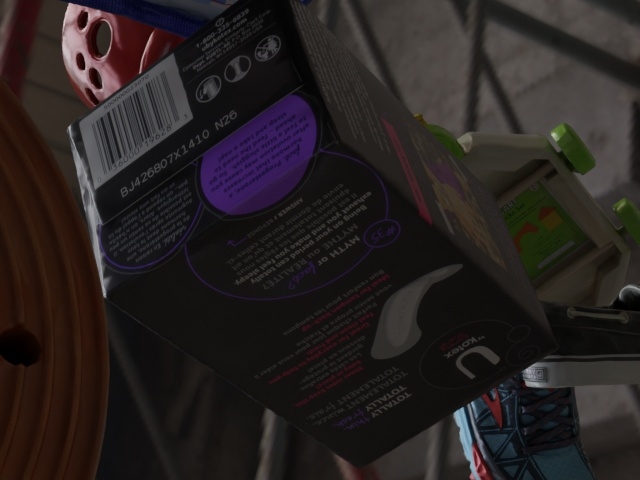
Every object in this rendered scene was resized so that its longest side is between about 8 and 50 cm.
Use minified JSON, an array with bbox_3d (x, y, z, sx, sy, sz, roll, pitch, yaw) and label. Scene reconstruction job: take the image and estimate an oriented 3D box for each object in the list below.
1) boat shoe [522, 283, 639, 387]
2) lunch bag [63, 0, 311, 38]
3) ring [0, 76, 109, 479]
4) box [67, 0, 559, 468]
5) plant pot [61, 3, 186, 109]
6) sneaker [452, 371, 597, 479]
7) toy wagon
[{"bbox_3d":[0.244,0.066,1.154,0.078,0.219,0.070,-1,90,59],"label":"boat shoe"},{"bbox_3d":[-0.027,-0.358,0.980,0.385,0.239,0.327,-43,46,44],"label":"lunch bag"},{"bbox_3d":[-0.222,0.013,0.445,0.032,0.337,0.336,-49,33,46],"label":"ring"},{"bbox_3d":[0.000,0.000,0.964,0.165,0.270,0.143,-33,48,16],"label":"box"},{"bbox_3d":[-0.120,-0.170,1.457,0.174,0.191,0.191,37,105,52],"label":"plant pot"},{"bbox_3d":[0.175,0.136,1.410,0.262,0.104,0.125,60,148,12],"label":"sneaker"},{"bbox_3d":[0.168,-0.011,1.622,0.267,0.344,0.068,-37,28,12],"label":"toy wagon"}]
